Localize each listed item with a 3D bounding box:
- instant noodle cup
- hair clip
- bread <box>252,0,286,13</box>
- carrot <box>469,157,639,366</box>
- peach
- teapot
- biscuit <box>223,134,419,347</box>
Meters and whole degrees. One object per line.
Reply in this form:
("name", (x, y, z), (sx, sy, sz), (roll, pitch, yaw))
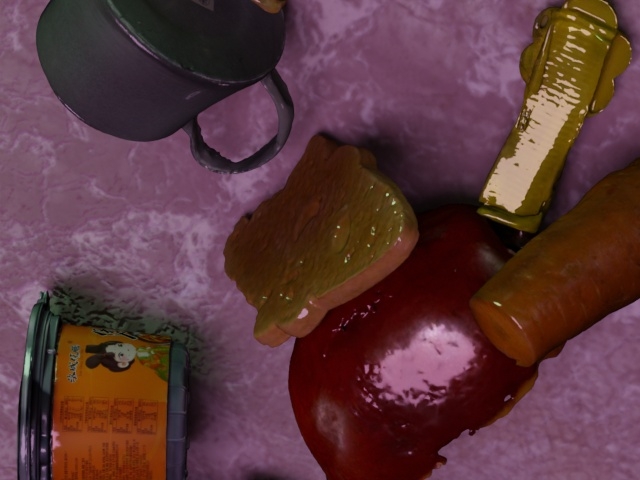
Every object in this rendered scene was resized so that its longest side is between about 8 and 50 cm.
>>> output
("instant noodle cup", (-0.164, 0.138, 1.448), (0.125, 0.177, 0.208), (1, 75, -2))
("hair clip", (0.164, -0.090, 1.289), (0.072, 0.046, 0.173), (20, 113, 7))
("bread", (-0.090, -0.292, 1.209), (0.275, 0.114, 0.185), (34, 92, 2))
("carrot", (0.190, 0.009, 1.249), (0.087, 0.193, 0.087), (38, 148, 29))
("peach", (0.055, 0.087, 1.357), (0.154, 0.159, 0.267), (47, 122, 0))
("teapot", (-0.124, -0.131, 1.316), (0.239, 0.162, 0.149), (35, 130, -17))
("biscuit", (0.000, 0.000, 1.318), (0.035, 0.250, 0.162), (21, 80, -26))
